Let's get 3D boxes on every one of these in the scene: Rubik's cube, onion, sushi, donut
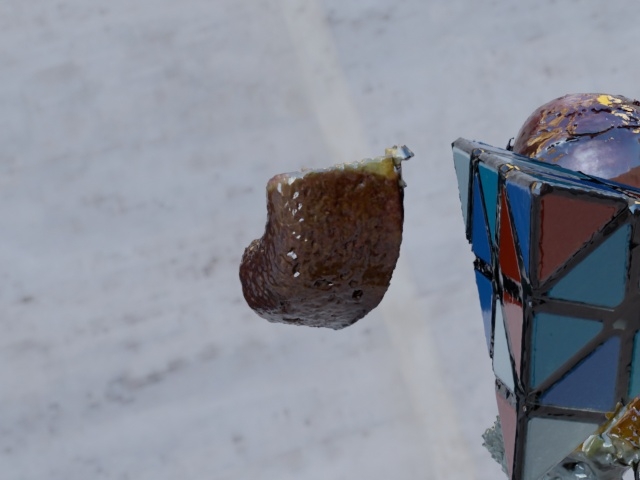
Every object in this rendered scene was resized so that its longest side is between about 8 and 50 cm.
[{"bbox_3d":[0.165,0.070,1.311,0.284,0.234,0.250,18,7,17],"label":"Rubik's cube"},{"bbox_3d":[0.267,-0.017,1.580,0.219,0.252,0.252,-20,-10,19],"label":"onion"},{"bbox_3d":[0.262,0.173,1.809,0.184,0.139,0.274,-46,-5,-10],"label":"sushi"},{"bbox_3d":[0.004,0.001,1.724,0.126,0.144,0.186,-2,-13,-21],"label":"donut"}]
